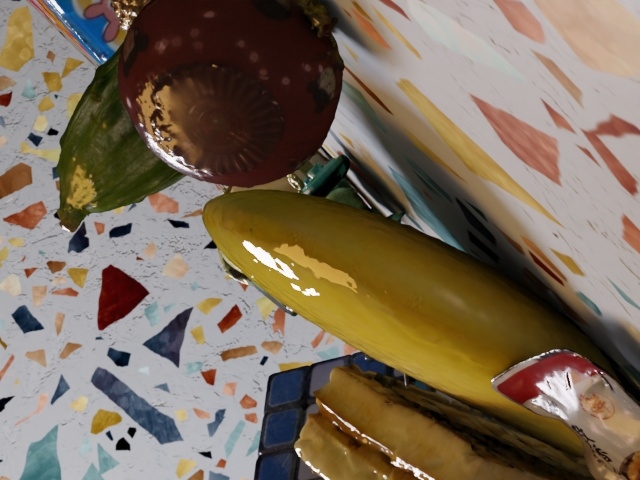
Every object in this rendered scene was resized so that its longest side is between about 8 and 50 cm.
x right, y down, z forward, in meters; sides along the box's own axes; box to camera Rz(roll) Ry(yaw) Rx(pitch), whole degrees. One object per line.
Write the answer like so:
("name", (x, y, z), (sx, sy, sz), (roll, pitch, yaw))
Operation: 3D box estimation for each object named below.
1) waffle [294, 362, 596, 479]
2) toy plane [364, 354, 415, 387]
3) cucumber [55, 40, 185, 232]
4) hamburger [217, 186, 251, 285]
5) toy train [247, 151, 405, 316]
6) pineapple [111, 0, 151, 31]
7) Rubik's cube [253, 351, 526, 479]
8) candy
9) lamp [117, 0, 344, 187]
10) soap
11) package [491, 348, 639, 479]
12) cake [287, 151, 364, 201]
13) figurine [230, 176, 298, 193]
("waffle", (0.183, 0.236, 1.585), (0.376, 0.114, 0.261), (22, -175, -36))
("toy plane", (0.105, 0.109, 1.701), (0.234, 0.160, 0.082), (-37, -59, -65))
("cucumber", (-0.123, -0.102, 1.349), (0.134, 0.244, 0.134), (42, -179, -1))
("hamburger", (-0.048, -0.015, 2.157), (0.185, 0.159, 0.131), (2, 166, -5))
("toy train", (0.000, 0.000, 1.714), (0.107, 0.154, 0.198), (42, 175, 0))
("pineapple", (-0.186, -0.256, 1.657), (0.074, 0.074, 0.159), (42, 172, 44))
("Rubik's cube", (0.111, 0.304, 1.929), (0.292, 0.287, 0.293), (49, -144, -39))
("candy", (-0.316, -0.330, 2.022), (0.306, 0.100, 0.157), (43, 174, 43))
("lamp", (-0.059, -0.117, 1.206), (0.135, 0.157, 0.156), (-75, -8, -52))
("soap", (0.096, 0.063, 1.466), (0.427, 0.115, 0.306), (28, 179, -23))
("package", (0.245, 0.167, 1.303), (0.239, 0.030, 0.154), (43, 154, -7))
("cake", (0.010, -0.048, 1.846), (0.140, 0.051, 0.055), (49, 177, -14))
("figurine", (-0.045, -0.015, 1.950), (0.114, 0.108, 0.196), (27, 146, 13))
